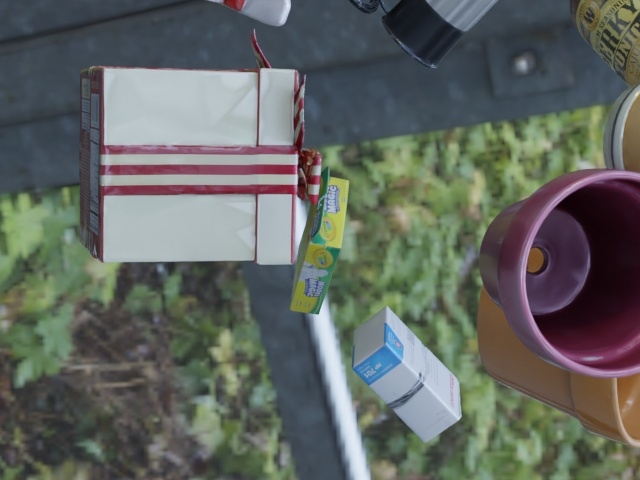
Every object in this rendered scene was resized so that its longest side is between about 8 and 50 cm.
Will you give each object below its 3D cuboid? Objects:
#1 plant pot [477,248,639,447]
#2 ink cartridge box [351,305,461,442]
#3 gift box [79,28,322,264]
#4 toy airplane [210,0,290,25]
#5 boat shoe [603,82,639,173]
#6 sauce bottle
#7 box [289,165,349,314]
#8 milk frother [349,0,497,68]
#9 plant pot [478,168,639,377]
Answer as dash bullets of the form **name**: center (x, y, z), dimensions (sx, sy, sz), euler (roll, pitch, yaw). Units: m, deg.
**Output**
- **plant pot**: center (0.328, 0.098, 1.757), dimensions (0.291, 0.204, 0.290), euler (-19, 112, -56)
- **ink cartridge box**: center (0.144, 0.224, 2.362), dimensions (0.190, 0.082, 0.139), euler (48, 18, -16)
- **gift box**: center (-0.142, -0.110, 1.648), dimensions (0.258, 0.255, 0.276), euler (1, 101, -17)
- **toy airplane**: center (-0.048, -0.485, 1.935), dimensions (0.384, 0.273, 0.386), euler (73, 29, -45)
- **boat shoe**: center (0.532, -0.110, 1.519), dimensions (0.500, 0.156, 0.186), euler (-5, 101, -33)
- **sauce bottle**: center (0.372, -0.258, 1.679), dimensions (0.111, 0.111, 0.344), euler (36, 15, -48)
- **box**: center (0.000, 0.000, 1.706), dimensions (0.179, 0.043, 0.105), euler (104, -5, -56)
- **milk frother**: center (0.112, -0.283, 1.525), dimensions (0.143, 0.135, 0.129), euler (12, 38, -53)
- **plant pot**: center (0.251, 0.025, 1.397), dimensions (0.201, 0.180, 0.201), euler (-2, 95, -17)
